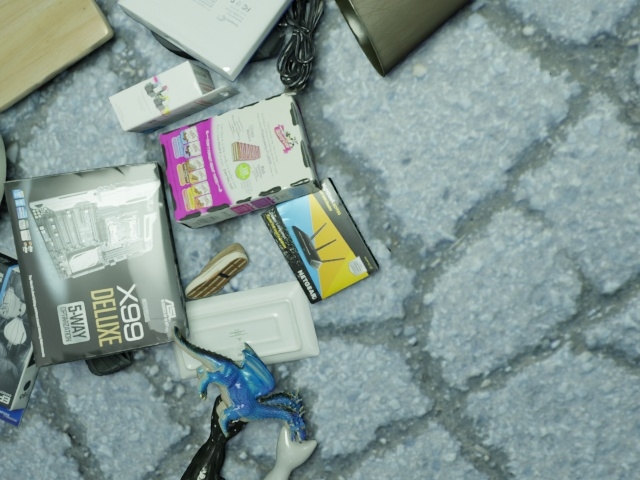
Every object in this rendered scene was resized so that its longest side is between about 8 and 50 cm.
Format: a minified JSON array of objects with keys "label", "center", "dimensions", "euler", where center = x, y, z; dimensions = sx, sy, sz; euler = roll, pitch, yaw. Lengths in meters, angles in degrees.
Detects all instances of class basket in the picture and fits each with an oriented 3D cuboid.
[{"label":"basket","center":[0.142,-0.391,0.849],"dimensions":[0.227,0.154,0.204],"euler":[-30,109,6]}]

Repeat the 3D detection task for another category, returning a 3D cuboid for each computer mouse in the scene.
[{"label":"computer mouse","center":[-0.136,-0.332,0.921],"dimensions":[0.273,0.072,0.188],"euler":[8,79,3]}]

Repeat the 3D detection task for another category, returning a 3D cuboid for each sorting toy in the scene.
[{"label":"sorting toy","center":[-0.500,-0.383,0.954],"dimensions":[0.257,0.089,0.255],"euler":[-29,95,10]}]

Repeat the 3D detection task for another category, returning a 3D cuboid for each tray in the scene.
[{"label":"tray","center":[-0.147,0.167,1.029],"dimensions":[0.271,0.030,0.145],"euler":[-12,98,9]}]

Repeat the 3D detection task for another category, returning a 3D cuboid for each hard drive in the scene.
[{"label":"hard drive","center":[-0.128,-0.427,0.874],"dimensions":[0.210,0.040,0.318],"euler":[34,84,6]}]

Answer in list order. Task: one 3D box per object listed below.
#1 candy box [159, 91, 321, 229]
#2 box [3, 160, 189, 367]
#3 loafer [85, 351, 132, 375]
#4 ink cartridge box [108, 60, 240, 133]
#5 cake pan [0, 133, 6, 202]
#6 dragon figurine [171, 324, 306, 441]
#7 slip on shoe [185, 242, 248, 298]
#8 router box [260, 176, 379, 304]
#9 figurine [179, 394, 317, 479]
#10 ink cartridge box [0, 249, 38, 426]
[{"label":"candy box","center":[-0.132,-0.128,0.939],"dimensions":[0.234,0.071,0.159],"euler":[-16,78,10]},{"label":"box","center":[-0.367,0.037,0.963],"dimensions":[0.243,0.076,0.307],"euler":[-9,91,-9]},{"label":"loafer","center":[-0.412,0.138,1.035],"dimensions":[0.078,0.076,0.223],"euler":[-20,101,8]},{"label":"ink cartridge box","center":[-0.235,-0.239,0.937],"dimensions":[0.182,0.104,0.061],"euler":[-21,96,9]},{"label":"cake pan","center":[-0.644,-0.111,0.982],"dimensions":[0.294,0.054,0.292],"euler":[-2,85,28]},{"label":"dragon figurine","center":[-0.131,0.230,0.969],"dimensions":[0.144,0.085,0.289],"euler":[-30,100,-8]},{"label":"slip on shoe","center":[-0.187,0.054,1.012],"dimensions":[0.135,0.051,0.041],"euler":[-39,53,19]},{"label":"router box","center":[0.000,0.000,0.976],"dimensions":[0.133,0.046,0.178],"euler":[-29,94,10]},{"label":"figurine","center":[-0.131,0.410,1.040],"dimensions":[0.215,0.092,0.209],"euler":[22,97,2]},{"label":"ink cartridge box","center":[-0.607,0.194,1.072],"dimensions":[0.166,0.065,0.332],"euler":[22,102,2]}]
